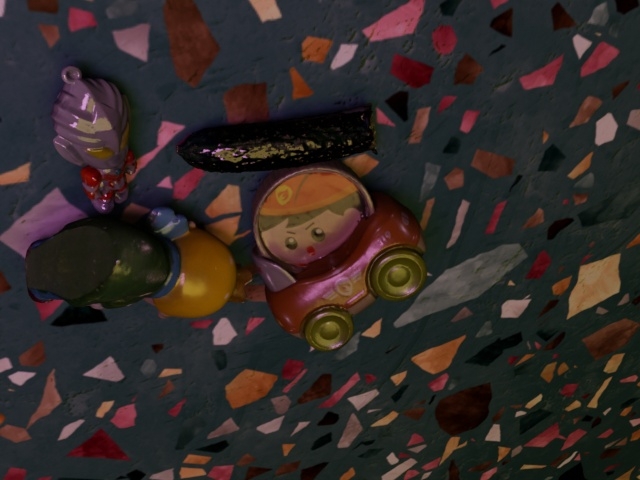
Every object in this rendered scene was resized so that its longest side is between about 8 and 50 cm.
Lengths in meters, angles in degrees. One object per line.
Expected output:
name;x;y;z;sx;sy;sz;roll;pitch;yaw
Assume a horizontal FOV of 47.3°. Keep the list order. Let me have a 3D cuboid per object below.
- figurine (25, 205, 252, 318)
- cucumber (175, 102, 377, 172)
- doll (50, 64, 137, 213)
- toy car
figurine;-0.208;0.038;0.864;0.185;0.127;0.234;-16;171;28
cucumber;-0.041;-0.111;0.844;0.245;0.067;0.067;-12;132;-19
doll;-0.230;-0.103;0.758;0.094;0.079;0.180;-41;149;-30
toy car;0.000;0.000;0.932;0.235;0.145;0.235;-3;115;-7
